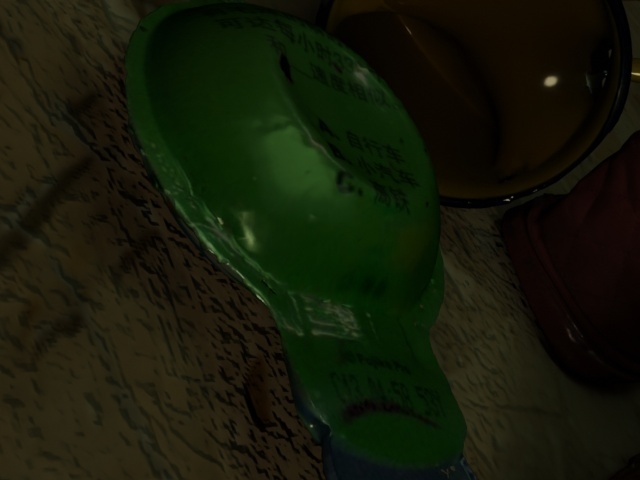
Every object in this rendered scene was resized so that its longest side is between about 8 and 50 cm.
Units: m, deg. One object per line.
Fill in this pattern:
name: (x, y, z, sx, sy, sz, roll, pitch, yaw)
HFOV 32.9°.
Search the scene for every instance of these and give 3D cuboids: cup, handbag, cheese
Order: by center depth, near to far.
cheese: (0.000, 0.000, 0.500, 0.204, 0.083, 0.320, 17, 45, -44)
cup: (0.143, -0.139, 0.700, 0.255, 0.178, 0.256, 33, 35, -6)
handbag: (0.235, 0.010, 0.731, 0.225, 0.135, 0.146, -5, 64, -47)

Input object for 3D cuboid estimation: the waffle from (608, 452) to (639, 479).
waffle: (0.235, 0.125, 0.555, 0.308, 0.213, 0.091, -17, 70, -53)
